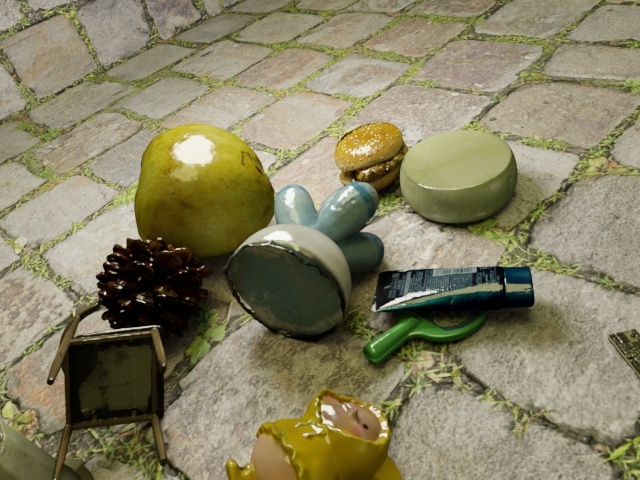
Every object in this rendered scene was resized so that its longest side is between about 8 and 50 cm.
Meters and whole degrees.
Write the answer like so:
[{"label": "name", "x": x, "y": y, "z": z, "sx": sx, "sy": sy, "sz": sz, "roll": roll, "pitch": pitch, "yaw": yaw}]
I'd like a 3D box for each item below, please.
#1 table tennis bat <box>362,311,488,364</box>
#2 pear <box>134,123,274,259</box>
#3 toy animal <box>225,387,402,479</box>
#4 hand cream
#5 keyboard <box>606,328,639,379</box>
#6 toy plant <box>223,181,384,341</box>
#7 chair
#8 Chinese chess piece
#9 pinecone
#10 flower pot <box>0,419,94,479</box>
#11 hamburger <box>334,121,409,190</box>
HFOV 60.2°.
[{"label": "table tennis bat", "x": 0.180, "y": 0.136, "z": 0.971, "sx": 0.257, "sy": 0.039, "sz": 0.160, "roll": -31, "pitch": 40, "yaw": -22}, {"label": "pear", "x": -0.247, "y": -0.096, "z": 1.199, "sx": 0.304, "sy": 0.304, "sz": 0.304, "roll": -9, "pitch": 39, "yaw": 8}, {"label": "toy animal", "x": -0.010, "y": 0.296, "z": 0.747, "sx": 0.230, "sy": 0.156, "sz": 0.156, "roll": -7, "pitch": 32, "yaw": -31}, {"label": "hand cream", "x": 0.227, "y": 0.083, "z": 0.967, "sx": 0.270, "sy": 0.061, "sz": 0.120, "roll": -2, "pitch": 33, "yaw": 16}, {"label": "keyboard", "x": 0.487, "y": 0.184, "z": 0.824, "sx": 0.049, "sy": 0.015, "sz": 0.129, "roll": -16, "pitch": 38, "yaw": 0}, {"label": "toy plant", "x": 0.000, "y": 0.000, "z": 1.057, "sx": 0.247, "sy": 0.247, "sz": 0.332, "roll": 7, "pitch": 40, "yaw": 25}, {"label": "chair", "x": -0.337, "y": 0.225, "z": 0.890, "sx": 0.166, "sy": 0.188, "sz": 0.272, "roll": -2, "pitch": 14, "yaw": -22}, {"label": "Chinese chess piece", "x": 0.300, "y": -0.143, "z": 1.212, "sx": 0.250, "sy": 0.101, "sz": 0.250, "roll": -9, "pitch": 39, "yaw": 8}, {"label": "pinecone", "x": -0.318, "y": 0.105, "z": 1.051, "sx": 0.221, "sy": 0.221, "sz": 0.221, "roll": -9, "pitch": 39, "yaw": 8}, {"label": "flower pot", "x": -0.470, "y": 0.366, "z": 0.784, "sx": 0.212, "sy": 0.202, "sz": 0.212, "roll": -12, "pitch": 40, "yaw": 10}, {"label": "hamburger", "x": 0.116, "y": -0.199, "z": 1.312, "sx": 0.182, "sy": 0.118, "sz": 0.191, "roll": -18, "pitch": 36, "yaw": 26}]
